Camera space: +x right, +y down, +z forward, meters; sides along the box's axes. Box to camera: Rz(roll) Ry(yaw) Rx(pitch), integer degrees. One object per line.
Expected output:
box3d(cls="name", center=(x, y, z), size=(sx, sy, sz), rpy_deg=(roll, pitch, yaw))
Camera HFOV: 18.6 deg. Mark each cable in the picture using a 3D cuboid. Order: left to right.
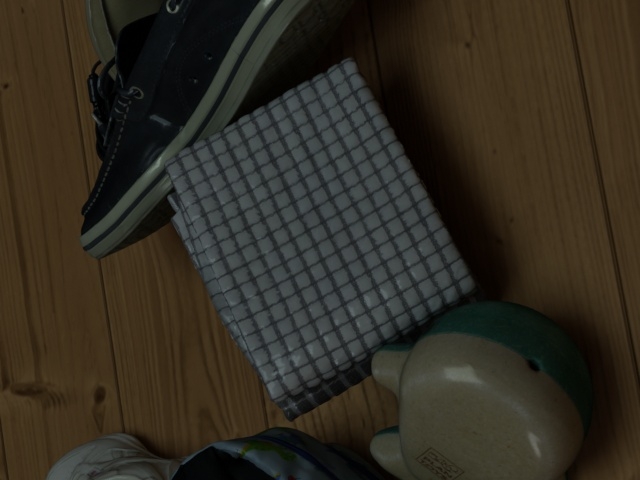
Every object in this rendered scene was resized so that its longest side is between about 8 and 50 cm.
box3d(cls="cable", center=(-0.205, -0.139, 2.218), size=(0.184, 0.047, 0.151), rpy_deg=(10, 97, 45))

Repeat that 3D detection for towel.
box3d(cls="towel", center=(0.000, 0.000, 1.887), size=(0.235, 0.121, 0.284), rpy_deg=(-30, 65, 4))

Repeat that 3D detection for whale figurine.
box3d(cls="whale figurine", center=(0.146, 0.153, 1.805), size=(0.216, 0.141, 0.272), rpy_deg=(35, 147, -1))

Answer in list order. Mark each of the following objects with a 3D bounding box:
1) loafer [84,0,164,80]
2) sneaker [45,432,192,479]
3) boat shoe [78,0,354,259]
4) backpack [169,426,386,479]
box3d(cls="loafer", center=(-0.202, -0.283, 2.099), size=(0.092, 0.102, 0.269), rpy_deg=(3, 109, 66))
box3d(cls="sneaker", center=(-0.235, 0.279, 2.183), size=(0.305, 0.152, 0.114), rpy_deg=(-5, 89, 48))
box3d(cls="boat shoe", center=(-0.133, -0.160, 2.004), size=(0.156, 0.187, 0.500), rpy_deg=(48, 135, 10))
box3d(cls="backpack", center=(-0.009, 0.344, 1.899), size=(0.355, 0.273, 0.290), rpy_deg=(34, 119, 17))
